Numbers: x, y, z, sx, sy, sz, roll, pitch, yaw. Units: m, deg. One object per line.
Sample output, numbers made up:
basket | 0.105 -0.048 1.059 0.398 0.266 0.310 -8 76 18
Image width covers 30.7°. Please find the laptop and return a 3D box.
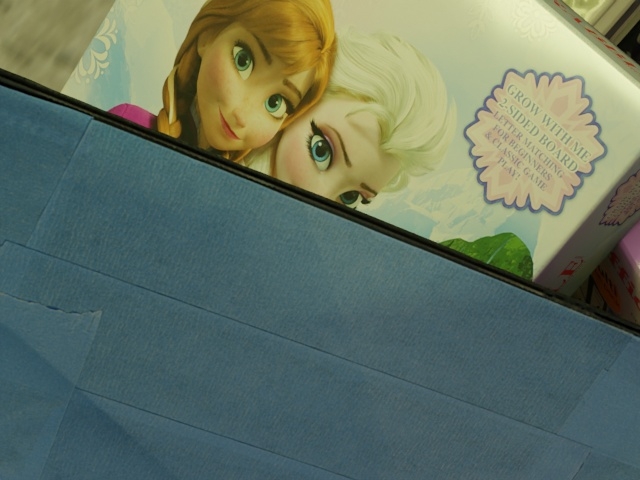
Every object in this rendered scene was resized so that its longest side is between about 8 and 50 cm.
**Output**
laptop | -0.059 0.211 0.467 0.381 0.236 0.408 21 60 -16

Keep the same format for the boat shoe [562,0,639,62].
boat shoe | 0.137 -0.167 0.727 0.500 0.156 0.187 -39 69 9

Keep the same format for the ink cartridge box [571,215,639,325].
ink cartridge box | 0.255 0.045 0.659 0.168 0.233 0.171 -26 66 -2

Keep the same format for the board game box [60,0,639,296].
board game box | -0.011 -0.041 0.648 0.319 0.066 0.318 47 114 27
